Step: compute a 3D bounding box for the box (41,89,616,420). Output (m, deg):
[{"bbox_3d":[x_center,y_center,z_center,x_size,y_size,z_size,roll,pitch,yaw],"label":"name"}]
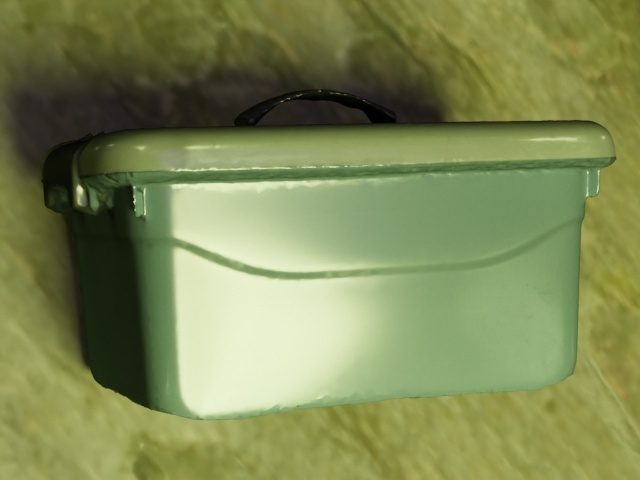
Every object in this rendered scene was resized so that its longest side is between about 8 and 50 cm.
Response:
[{"bbox_3d":[0.000,0.000,0.612,0.227,0.162,0.130,-2,92,-21],"label":"box"}]
